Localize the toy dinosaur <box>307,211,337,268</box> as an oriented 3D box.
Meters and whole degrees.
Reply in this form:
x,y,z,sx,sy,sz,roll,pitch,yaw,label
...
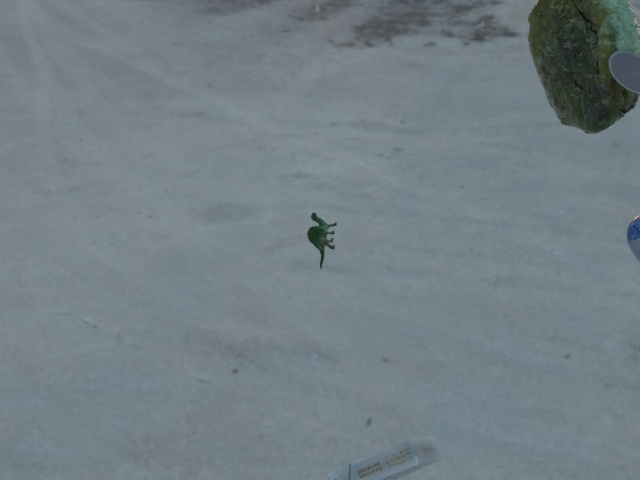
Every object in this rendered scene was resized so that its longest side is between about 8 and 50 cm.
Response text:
x,y,z,sx,sy,sz,roll,pitch,yaw,label
0.000,-0.001,1.497,0.060,0.120,0.029,12,24,12,toy dinosaur

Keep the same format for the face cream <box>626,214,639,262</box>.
x,y,z,sx,sy,sz,roll,pitch,yaw,label
0.742,0.045,1.482,0.083,0.149,0.264,-20,57,-43,face cream

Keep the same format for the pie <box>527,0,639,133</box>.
x,y,z,sx,sy,sz,roll,pitch,yaw,label
0.435,-0.313,1.223,0.078,0.277,0.277,-14,27,-17,pie

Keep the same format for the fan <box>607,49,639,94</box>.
x,y,z,sx,sy,sz,roll,pitch,yaw,label
0.476,-0.229,1.067,0.085,0.005,0.133,-29,74,-28,fan

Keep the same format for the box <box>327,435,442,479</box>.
x,y,z,sx,sy,sz,roll,pitch,yaw,label
0.152,0.534,1.709,0.233,0.067,0.149,-30,-27,20,box
